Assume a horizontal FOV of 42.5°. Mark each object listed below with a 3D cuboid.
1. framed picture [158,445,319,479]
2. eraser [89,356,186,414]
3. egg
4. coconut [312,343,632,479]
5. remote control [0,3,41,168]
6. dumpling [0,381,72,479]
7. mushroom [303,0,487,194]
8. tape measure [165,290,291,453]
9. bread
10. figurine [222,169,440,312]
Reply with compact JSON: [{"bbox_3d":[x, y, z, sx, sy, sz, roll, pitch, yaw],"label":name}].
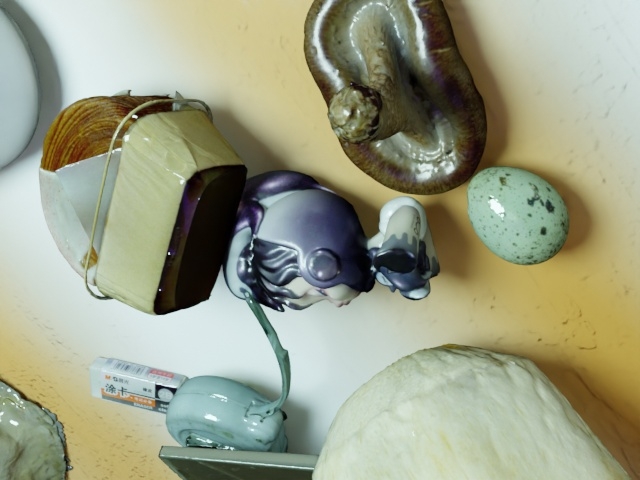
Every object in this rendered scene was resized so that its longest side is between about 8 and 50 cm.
[{"bbox_3d":[-0.066,0.308,1.006,0.192,0.018,0.265,0,147,14],"label":"framed picture"},{"bbox_3d":[-0.232,0.186,1.046,0.122,0.029,0.052,11,120,9],"label":"eraser"},{"bbox_3d":[0.187,-0.025,0.787,0.110,0.085,0.085,34,121,-8],"label":"egg"},{"bbox_3d":[0.152,0.274,0.815,0.328,0.329,0.329,6,119,11],"label":"coconut"},{"bbox_3d":[-0.441,-0.150,0.873,0.332,0.103,0.221,-21,111,24],"label":"remote control"},{"bbox_3d":[-0.440,0.288,1.129,0.166,0.086,0.332,-11,119,23],"label":"dumpling"},{"bbox_3d":[0.054,-0.110,0.698,0.148,0.217,0.227,-25,109,25],"label":"mushroom"},{"bbox_3d":[-0.110,0.175,0.923,0.163,0.084,0.330,8,143,10],"label":"tape measure"},{"bbox_3d":[-0.188,-0.045,0.819,0.211,0.142,0.224,33,118,26],"label":"bread"},{"bbox_3d":[0.000,0.000,0.823,0.222,0.145,0.145,-2,117,16],"label":"figurine"}]
